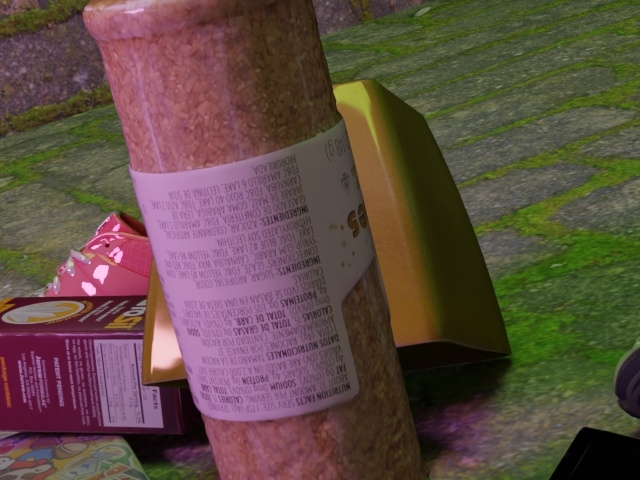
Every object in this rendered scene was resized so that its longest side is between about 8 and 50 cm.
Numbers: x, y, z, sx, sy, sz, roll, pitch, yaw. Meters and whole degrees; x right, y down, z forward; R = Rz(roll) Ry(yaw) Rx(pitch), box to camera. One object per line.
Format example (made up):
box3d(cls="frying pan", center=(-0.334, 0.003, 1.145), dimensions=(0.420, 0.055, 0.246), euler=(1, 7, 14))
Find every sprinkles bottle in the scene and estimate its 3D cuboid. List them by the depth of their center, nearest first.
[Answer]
box3d(cls="sprinkles bottle", center=(-0.024, 0.030, 0.861), dimensions=(0.121, 0.355, 0.121), euler=(-13, 15, 4))

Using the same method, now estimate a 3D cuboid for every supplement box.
box3d(cls="supplement box", center=(-0.174, 0.092, 1.216), dimensions=(0.188, 0.081, 0.104), euler=(-2, 13, 18))

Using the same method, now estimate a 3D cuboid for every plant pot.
box3d(cls="plant pot", center=(0.000, 0.000, 1.145), dimensions=(0.212, 0.187, 0.212), euler=(-10, -9, 17))

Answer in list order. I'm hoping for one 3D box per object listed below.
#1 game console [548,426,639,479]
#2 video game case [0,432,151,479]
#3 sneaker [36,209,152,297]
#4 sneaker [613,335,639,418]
box3d(cls="game console", center=(0.233, 0.077, 0.758), dimensions=(0.213, 0.044, 0.361), euler=(9, 55, 49))
box3d(cls="video game case", center=(-0.239, 0.188, 1.135), dimensions=(0.227, 0.026, 0.206), euler=(-18, 15, -14))
box3d(cls="sneaker", center=(-0.189, 0.044, 1.402), dimensions=(0.313, 0.136, 0.116), euler=(-14, 14, 1))
box3d(cls="sneaker", center=(0.259, 0.084, 0.973), dimensions=(0.170, 0.068, 0.071), euler=(-8, 22, 21))
